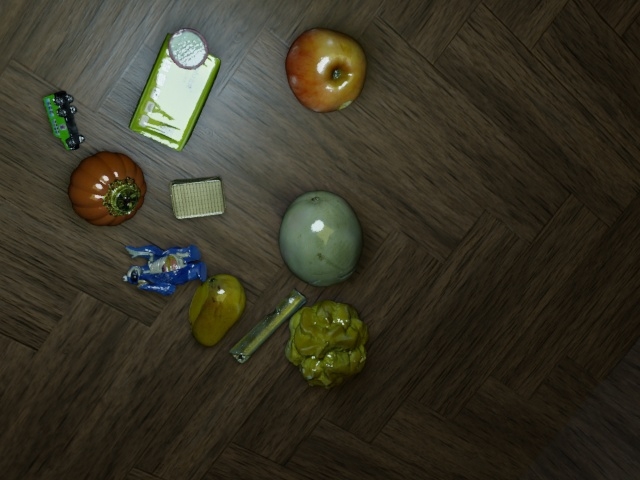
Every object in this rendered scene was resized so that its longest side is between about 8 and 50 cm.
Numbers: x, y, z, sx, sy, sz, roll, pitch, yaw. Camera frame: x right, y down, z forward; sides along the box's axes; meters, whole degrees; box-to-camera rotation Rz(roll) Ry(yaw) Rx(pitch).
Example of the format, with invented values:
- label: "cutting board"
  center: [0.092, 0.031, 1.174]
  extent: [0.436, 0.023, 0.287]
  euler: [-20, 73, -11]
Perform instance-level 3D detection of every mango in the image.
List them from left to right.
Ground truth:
- label: "mango"
  center: [-0.344, 0.232, 1.825]
  extent: [0.167, 0.130, 0.262]
  euler: [24, 107, -25]

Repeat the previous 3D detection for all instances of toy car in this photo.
- label: "toy car"
  center: [-0.728, -0.338, 1.573]
  extent: [0.063, 0.071, 0.165]
  euler: [-7, 110, 4]

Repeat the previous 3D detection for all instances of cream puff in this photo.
- label: "cream puff"
  center: [0.035, 0.379, 1.903]
  extent: [0.291, 0.257, 0.324]
  euler: [6, 106, -12]

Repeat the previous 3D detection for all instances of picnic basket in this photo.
- label: "picnic basket"
  center: [-0.380, -0.135, 1.719]
  extent: [0.164, 0.079, 0.115]
  euler: [-8, 109, -12]

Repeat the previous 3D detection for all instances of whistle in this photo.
- label: "whistle"
  center: [-0.180, 0.296, 1.921]
  extent: [0.326, 0.057, 0.068]
  euler: [-45, 93, 1]

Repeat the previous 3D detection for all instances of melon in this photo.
- label: "melon"
  center: [0.000, 0.000, 1.762]
  extent: [0.269, 0.268, 0.330]
  euler: [-17, 132, -8]

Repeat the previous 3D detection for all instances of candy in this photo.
- label: "candy"
  center: [-0.338, -0.489, 1.417]
  extent: [0.103, 0.043, 0.103]
  euler: [-2, 105, -9]

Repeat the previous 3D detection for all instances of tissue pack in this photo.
- label: "tissue pack"
  center: [-0.403, -0.415, 1.557]
  extent: [0.167, 0.200, 0.274]
  euler: [24, 101, -18]

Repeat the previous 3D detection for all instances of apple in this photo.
- label: "apple"
  center: [0.017, -0.491, 1.616]
  extent: [0.242, 0.241, 0.242]
  euler: [-5, 108, -16]

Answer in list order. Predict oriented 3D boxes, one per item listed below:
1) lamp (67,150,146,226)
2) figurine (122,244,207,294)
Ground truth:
- label: "lamp"
  center: [-0.611, -0.147, 1.596]
  extent: [0.223, 0.197, 0.223]
  euler: [-34, 137, -39]
- label: "figurine"
  center: [-0.491, 0.088, 1.754]
  extent: [0.262, 0.121, 0.164]
  euler: [0, 101, 4]
